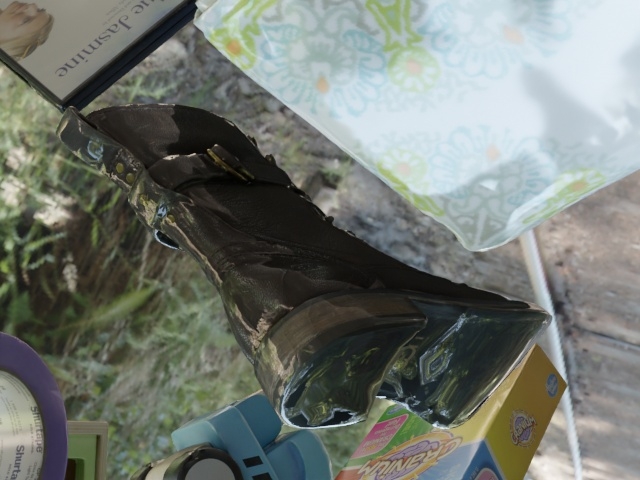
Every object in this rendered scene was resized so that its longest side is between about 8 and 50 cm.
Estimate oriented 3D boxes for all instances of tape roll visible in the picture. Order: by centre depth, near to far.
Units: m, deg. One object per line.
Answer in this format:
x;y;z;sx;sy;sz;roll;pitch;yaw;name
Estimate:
-0.299;0.172;0.700;0.080;0.189;0.189;-9;153;22;tape roll

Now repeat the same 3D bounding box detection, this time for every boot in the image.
0.000;0.000;0.503;0.263;0.091;0.229;13;-153;-49;boot

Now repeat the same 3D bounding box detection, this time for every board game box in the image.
0.112;0.252;0.916;0.242;0.316;0.064;-33;94;36;board game box

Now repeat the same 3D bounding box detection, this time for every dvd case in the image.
-0.246;-0.232;0.857;0.253;0.180;0.022;37;164;37;dvd case

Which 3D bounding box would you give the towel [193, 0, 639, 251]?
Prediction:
0.123;-0.167;0.651;0.374;0.090;0.320;36;137;-22;towel

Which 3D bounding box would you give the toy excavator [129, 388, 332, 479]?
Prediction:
-0.087;0.302;1.353;0.222;0.445;0.433;-32;86;53;toy excavator

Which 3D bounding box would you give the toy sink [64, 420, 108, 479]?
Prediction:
-0.367;0.348;1.087;0.131;0.234;0.153;-5;165;24;toy sink
